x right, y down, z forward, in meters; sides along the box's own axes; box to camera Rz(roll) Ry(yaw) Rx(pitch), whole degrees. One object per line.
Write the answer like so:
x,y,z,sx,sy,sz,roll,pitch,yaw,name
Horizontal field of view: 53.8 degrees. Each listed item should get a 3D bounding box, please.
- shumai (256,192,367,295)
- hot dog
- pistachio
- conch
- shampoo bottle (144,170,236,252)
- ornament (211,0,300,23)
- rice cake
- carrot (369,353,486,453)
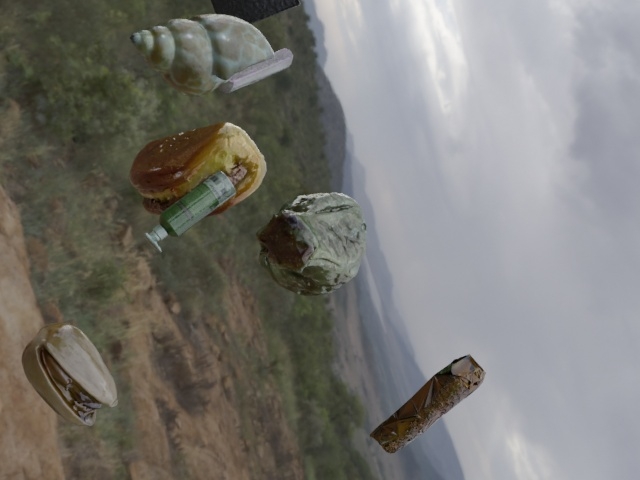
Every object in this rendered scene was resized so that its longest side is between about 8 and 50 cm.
0.000,0.000,1.346,0.225,0.260,0.222,58,-16,-1,shumai
-0.337,-0.159,1.600,0.185,0.405,0.223,56,52,-29,hot dog
-0.473,0.252,1.197,0.206,0.129,0.131,55,1,-7,pistachio
-0.149,-0.249,0.830,0.116,0.172,0.106,-116,-168,-58,conch
-0.268,-0.058,1.287,0.065,0.204,0.065,45,-17,18,shampoo bottle
-0.136,-0.486,1.224,0.196,0.153,0.167,-102,172,-84,ornament
-0.136,-0.358,1.331,0.036,0.206,0.047,43,-39,14,rice cake
0.188,0.288,1.102,0.069,0.228,0.069,48,5,-5,carrot
